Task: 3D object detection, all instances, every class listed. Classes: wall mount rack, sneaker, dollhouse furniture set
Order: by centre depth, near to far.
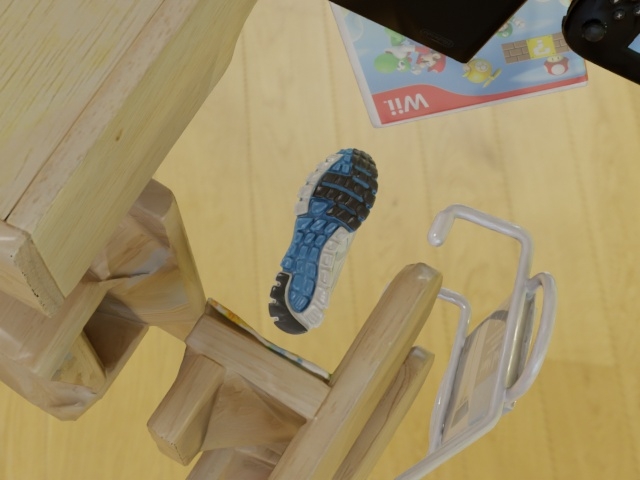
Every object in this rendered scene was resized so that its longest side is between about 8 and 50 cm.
[{"bbox_3d":[-0.100,-0.062,0.707,0.362,0.394,0.256,30,72,12],"label":"dollhouse furniture set"},{"bbox_3d":[0.090,0.146,1.276,0.130,0.350,0.304,18,68,-4],"label":"wall mount rack"},{"bbox_3d":[0.000,0.000,1.386,0.071,0.083,0.191,24,87,4],"label":"sneaker"}]

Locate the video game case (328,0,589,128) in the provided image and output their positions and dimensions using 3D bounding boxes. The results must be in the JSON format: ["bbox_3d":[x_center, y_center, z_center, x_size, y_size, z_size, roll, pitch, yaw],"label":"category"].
[{"bbox_3d":[0.105,-0.229,1.217,0.204,0.285,0.025,-11,41,14],"label":"video game case"}]

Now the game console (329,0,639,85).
[{"bbox_3d":[0.187,-0.158,0.834,0.361,0.213,0.044,21,50,-21],"label":"game console"}]
